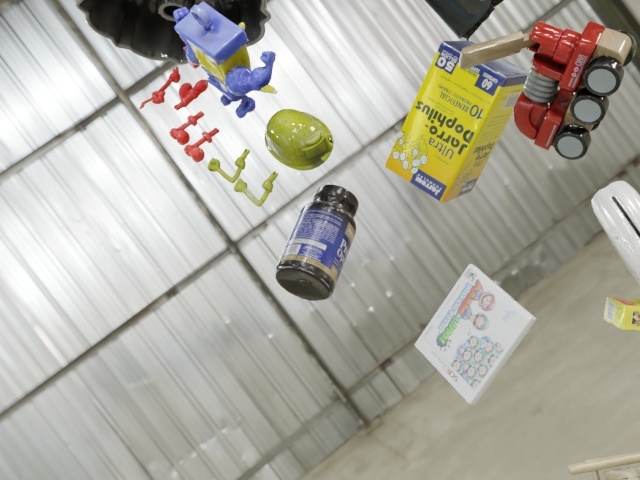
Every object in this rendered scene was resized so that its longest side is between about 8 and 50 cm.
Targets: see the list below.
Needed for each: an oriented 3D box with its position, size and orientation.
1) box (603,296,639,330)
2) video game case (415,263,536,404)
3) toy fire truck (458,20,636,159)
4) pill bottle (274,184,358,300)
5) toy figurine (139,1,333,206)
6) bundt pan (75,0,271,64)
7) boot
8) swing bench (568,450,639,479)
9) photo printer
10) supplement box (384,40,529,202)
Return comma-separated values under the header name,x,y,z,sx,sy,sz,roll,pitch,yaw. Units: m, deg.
name,x,y,z,sx,sy,sz,roll,pitch,yaw
box,0.749,0.164,1.770,0.232,0.058,0.087,3,8,-8
video game case,0.223,0.136,1.188,0.019,0.143,0.157,20,-72,-40
toy fire truck,0.362,-0.266,1.349,0.158,0.246,0.217,-53,-17,-37
pill bottle,0.000,0.000,1.608,0.123,0.123,0.219,-36,27,55
toy figurine,-0.158,-0.250,1.239,0.191,0.362,0.217,-38,-34,-15
bundt pan,-0.248,-0.445,1.400,0.331,0.124,0.331,1,-21,0
boot,0.227,-0.467,1.302,0.246,0.207,0.094,-55,7,-14
swing bench,0.610,0.498,1.430,0.255,0.253,0.165,-18,-18,25
photo printer,0.734,0.006,1.851,0.107,0.256,0.307,-33,-29,16
supplement box,0.349,-0.305,2.066,0.195,0.194,0.356,-21,-40,-54
